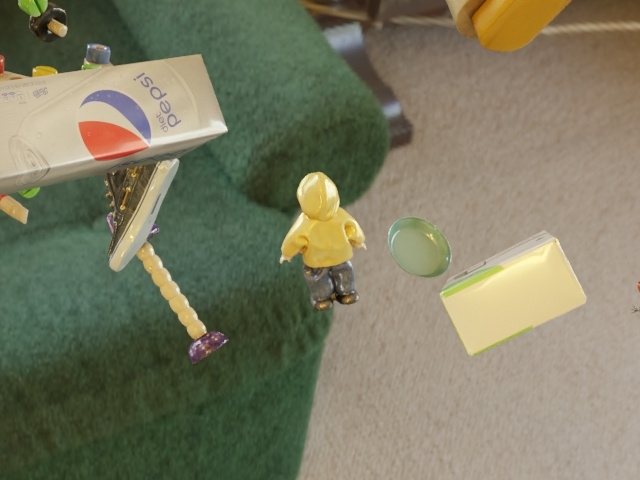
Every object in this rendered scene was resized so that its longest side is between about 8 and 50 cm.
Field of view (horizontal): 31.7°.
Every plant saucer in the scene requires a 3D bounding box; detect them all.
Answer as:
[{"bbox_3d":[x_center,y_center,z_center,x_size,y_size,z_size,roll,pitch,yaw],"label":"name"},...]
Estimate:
[{"bbox_3d":[0.162,0.016,1.886,0.119,0.021,0.119,13,56,-20],"label":"plant saucer"}]

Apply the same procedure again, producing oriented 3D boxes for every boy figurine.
[{"bbox_3d":[0.000,0.000,2.239,0.177,0.285,0.092,-15,26,-7],"label":"boy figurine"}]

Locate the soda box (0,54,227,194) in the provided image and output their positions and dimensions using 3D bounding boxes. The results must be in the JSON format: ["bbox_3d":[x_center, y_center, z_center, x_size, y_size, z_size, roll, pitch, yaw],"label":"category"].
[{"bbox_3d":[-0.237,-0.114,1.121,0.286,0.098,0.091,-17,88,-44],"label":"soda box"}]

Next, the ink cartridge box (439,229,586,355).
[{"bbox_3d":[0.308,0.080,1.822,0.198,0.273,0.115,-27,89,8],"label":"ink cartridge box"}]

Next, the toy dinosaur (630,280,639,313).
[{"bbox_3d":[0.511,0.095,1.721,0.047,0.090,0.082,-20,77,-11],"label":"toy dinosaur"}]

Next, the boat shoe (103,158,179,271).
[{"bbox_3d":[-0.268,-0.052,1.550,0.083,0.183,0.065,29,13,5],"label":"boat shoe"}]

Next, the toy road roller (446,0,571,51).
[{"bbox_3d":[0.200,-0.393,1.307,0.240,0.329,0.202,1,59,-31],"label":"toy road roller"}]

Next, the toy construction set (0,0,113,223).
[{"bbox_3d":[-0.368,-0.162,1.657,0.237,0.257,0.309,32,95,29],"label":"toy construction set"}]

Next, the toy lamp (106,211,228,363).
[{"bbox_3d":[-0.251,0.064,1.809,0.080,0.080,0.274,-33,92,-32],"label":"toy lamp"}]
